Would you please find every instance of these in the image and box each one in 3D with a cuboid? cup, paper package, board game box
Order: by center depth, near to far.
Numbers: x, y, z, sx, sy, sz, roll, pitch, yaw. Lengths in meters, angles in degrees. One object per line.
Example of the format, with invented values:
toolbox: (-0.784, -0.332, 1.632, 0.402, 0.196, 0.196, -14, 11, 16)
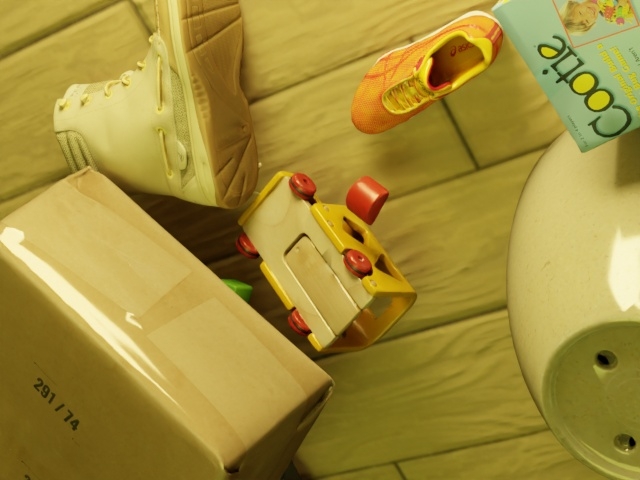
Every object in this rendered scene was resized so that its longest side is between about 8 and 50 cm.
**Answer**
board game box: (0.296, -0.206, 1.096, 0.275, 0.142, 0.144, -25, 106, 34)
cup: (0.295, 0.071, 1.207, 0.331, 0.237, 0.331, 11, 123, 18)
paper package: (-0.195, 0.156, 1.383, 0.325, 0.168, 0.309, 40, 132, 14)

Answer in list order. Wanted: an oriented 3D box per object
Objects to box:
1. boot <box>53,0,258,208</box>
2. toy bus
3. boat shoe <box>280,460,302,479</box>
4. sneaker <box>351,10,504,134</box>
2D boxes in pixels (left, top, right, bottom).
boot: (-0.170, -0.160, 1.372, 0.203, 0.095, 0.262, 3, 110, 35)
toy bus: (0.003, 0.012, 1.387, 0.191, 0.104, 0.202, 4, 90, 37)
boat shoe: (-0.151, 0.231, 1.596, 0.324, 0.122, 0.120, 45, 133, 4)
sneaker: (0.086, -0.146, 1.278, 0.064, 0.067, 0.175, 47, 128, -10)
